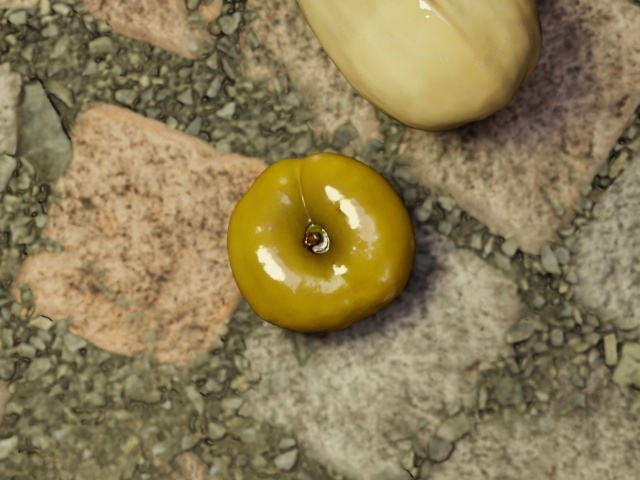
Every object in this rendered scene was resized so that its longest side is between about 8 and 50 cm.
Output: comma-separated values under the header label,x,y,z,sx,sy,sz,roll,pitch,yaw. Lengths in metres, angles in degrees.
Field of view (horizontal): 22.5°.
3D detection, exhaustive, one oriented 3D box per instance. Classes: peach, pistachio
label,x,y,z,sx,sy,sz,roll,pitch,yaw
peach,0.000,0.000,1.515,0.179,0.103,0.179,-2,75,7
pistachio,0.079,-0.229,1.512,0.187,0.187,0.299,-41,72,-3
